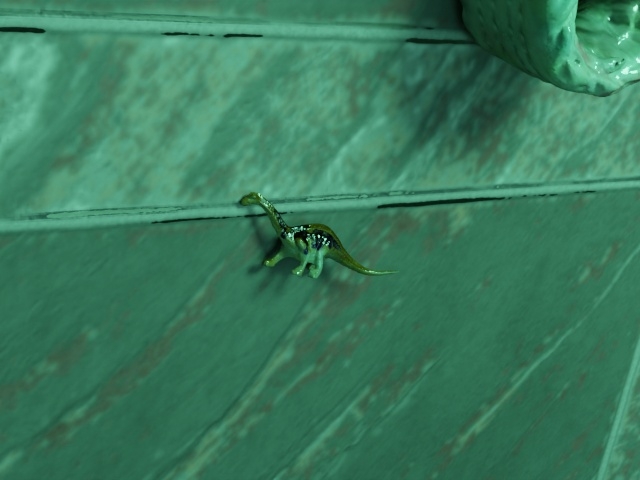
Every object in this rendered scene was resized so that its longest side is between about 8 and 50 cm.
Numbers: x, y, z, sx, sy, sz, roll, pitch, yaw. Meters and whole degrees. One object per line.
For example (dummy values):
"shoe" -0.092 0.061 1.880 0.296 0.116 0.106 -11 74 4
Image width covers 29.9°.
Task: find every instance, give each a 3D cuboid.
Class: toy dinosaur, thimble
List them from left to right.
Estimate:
"toy dinosaur" -0.008 0.013 1.098 0.180 0.037 0.058 25 102 -41
"thimble" 0.235 -0.244 1.067 0.185 0.149 0.211 4 111 -36
